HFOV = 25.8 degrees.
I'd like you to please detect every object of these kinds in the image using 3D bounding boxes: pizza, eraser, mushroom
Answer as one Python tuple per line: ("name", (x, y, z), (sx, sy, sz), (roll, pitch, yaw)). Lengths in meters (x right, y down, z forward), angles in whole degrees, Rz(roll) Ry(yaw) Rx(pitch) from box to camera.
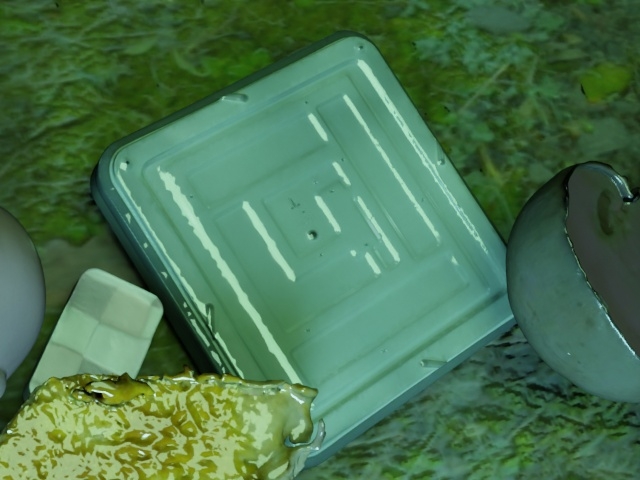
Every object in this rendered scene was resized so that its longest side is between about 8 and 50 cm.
("pizza", (-0.126, 0.173, 0.883), (0.189, 0.071, 0.297), (45, 72, -2))
("eraser", (-0.154, 0.076, 0.949), (0.065, 0.026, 0.105), (26, 62, -11))
("mushroom", (0.202, 0.039, 1.028), (0.188, 0.117, 0.141), (59, 30, -6))

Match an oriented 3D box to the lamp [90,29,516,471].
("lamp", (0.000, 0.000, 1.034), (0.269, 0.047, 0.266), (-31, 86, -31))

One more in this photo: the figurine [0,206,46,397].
("figurine", (-0.284, -0.007, 0.863), (0.186, 0.176, 0.287), (-23, 74, -12))
